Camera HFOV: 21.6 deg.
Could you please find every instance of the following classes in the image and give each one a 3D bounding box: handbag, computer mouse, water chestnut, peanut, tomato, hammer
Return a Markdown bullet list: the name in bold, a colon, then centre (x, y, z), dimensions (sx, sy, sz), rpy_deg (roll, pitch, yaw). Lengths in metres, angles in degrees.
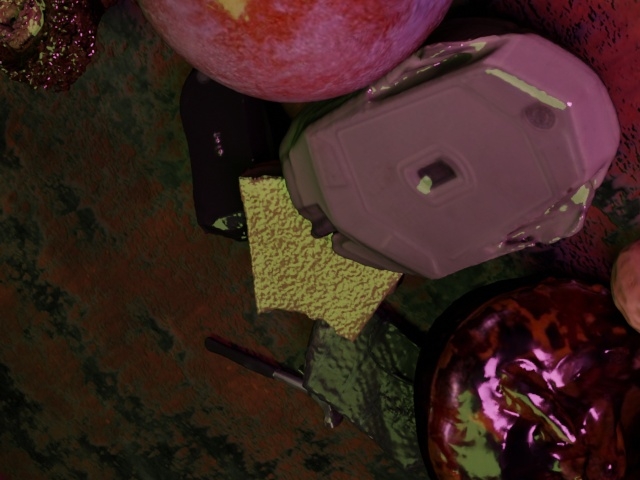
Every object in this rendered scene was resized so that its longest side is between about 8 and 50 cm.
- **handbag**: centre (0.088, 0.170, 2.083), dimensions (0.270, 0.088, 0.175), rpy_deg (39, 140, 12)
- **computer mouse**: centre (-0.099, -0.107, 1.947), dimensions (0.122, 0.073, 0.217), rpy_deg (-12, 85, 37)
- **water chestnut**: centre (0.240, 0.183, 1.712), dimensions (0.300, 0.300, 0.300), rpy_deg (31, 146, 24)
- **peanut**: centre (0.377, 0.073, 1.589), dimensions (0.228, 0.104, 0.086), rpy_deg (32, 148, 20)
- **tomato**: centre (-0.022, -0.277, 1.475), dimensions (0.282, 0.317, 0.317), rpy_deg (-14, 116, 44)
- **hammer**: centre (-0.073, 0.176, 2.325), dimensions (0.246, 0.029, 0.103), rpy_deg (22, 142, 36)
- **computer mouse**: centre (0.132, -0.099, 1.635), dimensions (0.228, 0.145, 0.429), rpy_deg (47, 141, -15)

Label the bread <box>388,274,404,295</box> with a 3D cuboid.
- **bread**: centre (0.000, 0.000, 1.976), dimensions (0.286, 0.056, 0.207), rpy_deg (-6, 110, 51)

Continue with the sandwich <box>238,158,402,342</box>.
- **sandwich**: centre (0.041, 0.014, 1.855), dimensions (0.245, 0.063, 0.212), rpy_deg (3, 119, 17)

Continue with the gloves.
- **gloves**: centre (-0.341, -0.325, 1.960), dimensions (0.210, 0.135, 0.312), rpy_deg (-12, 97, 32)

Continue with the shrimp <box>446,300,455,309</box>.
- **shrimp**: centre (0.216, 0.140, 1.898), dimensions (0.190, 0.075, 0.073), rpy_deg (40, 118, -9)
